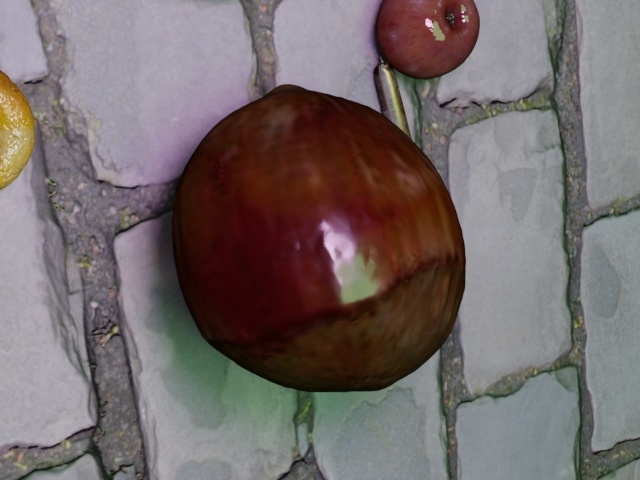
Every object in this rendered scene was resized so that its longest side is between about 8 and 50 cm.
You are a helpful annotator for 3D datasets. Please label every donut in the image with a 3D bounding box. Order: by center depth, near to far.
[{"bbox_3d":[-0.415,-0.129,1.499,0.190,0.075,0.174,36,80,-34],"label":"donut"}]

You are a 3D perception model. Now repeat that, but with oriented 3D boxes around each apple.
[{"bbox_3d":[0.154,-0.303,1.819,0.153,0.120,0.153,-3,95,-36],"label":"apple"}]

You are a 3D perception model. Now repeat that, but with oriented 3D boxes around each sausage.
[{"bbox_3d":[0.119,-0.141,1.889,0.033,0.033,0.269,-28,114,-27],"label":"sausage"}]

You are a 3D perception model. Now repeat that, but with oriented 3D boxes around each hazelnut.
[{"bbox_3d":[0.000,0.000,1.664,0.421,0.353,0.420,18,56,-28],"label":"hazelnut"}]
